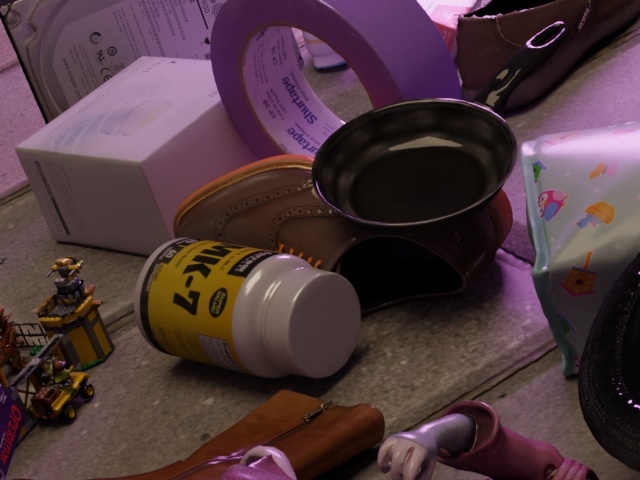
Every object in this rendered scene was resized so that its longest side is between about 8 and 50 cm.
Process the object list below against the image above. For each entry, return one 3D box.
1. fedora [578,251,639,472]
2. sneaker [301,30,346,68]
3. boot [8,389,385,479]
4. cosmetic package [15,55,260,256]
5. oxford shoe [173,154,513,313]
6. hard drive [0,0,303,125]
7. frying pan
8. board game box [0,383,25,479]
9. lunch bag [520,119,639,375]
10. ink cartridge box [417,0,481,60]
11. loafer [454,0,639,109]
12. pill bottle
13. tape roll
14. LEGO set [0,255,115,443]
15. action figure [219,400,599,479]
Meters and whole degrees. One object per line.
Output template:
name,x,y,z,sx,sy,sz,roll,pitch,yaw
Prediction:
fedora,0.357,0.085,1.342,0.334,0.152,0.334,-27,29,16
sneaker,0.037,-0.313,2.386,0.087,0.092,0.229,-10,28,23
boot,-0.124,0.195,1.565,0.264,0.096,0.280,-1,28,48
cosmetic package,-0.184,-0.100,2.096,0.224,0.138,0.224,9,39,42
oxford shoe,0.000,0.000,1.800,0.363,0.130,0.133,-4,35,28
hard drive,-0.212,-0.262,2.302,0.339,0.237,0.064,-24,28,-10
frying pan,0.112,-0.108,1.769,0.197,0.053,0.326,5,41,22
board game box,-0.423,0.261,1.562,0.346,0.056,0.208,-25,21,17
lunch bag,0.295,-0.025,1.612,0.223,0.160,0.262,-15,33,12
ink cartridge box,0.088,-0.293,2.249,0.198,0.067,0.115,21,40,11
loafer,0.277,-0.289,2.136,0.133,0.130,0.366,2,34,36
pill bottle,-0.069,0.066,1.731,0.208,0.119,0.119,9,39,43
tape roll,0.014,-0.167,1.931,0.274,0.275,0.090,7,38,42
LEGO set,-0.391,0.080,1.839,0.331,0.192,0.255,3,35,38
action figure,0.098,0.238,1.287,0.370,0.248,0.276,-16,0,11
